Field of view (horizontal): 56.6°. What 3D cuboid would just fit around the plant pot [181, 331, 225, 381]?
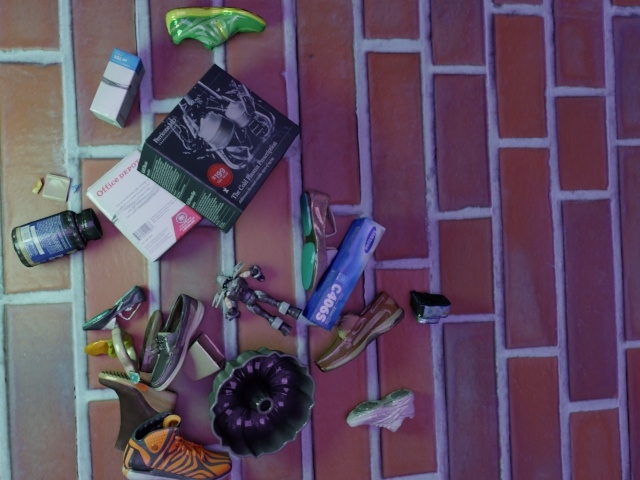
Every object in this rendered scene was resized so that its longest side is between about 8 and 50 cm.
[{"bbox_3d":[-0.359,0.354,1.766,0.096,0.109,0.109,-39,96,4],"label":"plant pot"}]

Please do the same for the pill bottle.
[{"bbox_3d":[-0.743,-0.015,1.686,0.219,0.123,0.123,-20,93,-9],"label":"pill bottle"}]

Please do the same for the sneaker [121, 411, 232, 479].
[{"bbox_3d":[-0.392,0.598,1.708,0.321,0.124,0.180,11,99,-29],"label":"sneaker"}]

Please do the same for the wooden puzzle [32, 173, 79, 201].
[{"bbox_3d":[-0.773,-0.154,1.737,0.116,0.014,0.079,19,91,-9],"label":"wooden puzzle"}]

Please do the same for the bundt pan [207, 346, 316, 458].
[{"bbox_3d":[-0.185,0.461,1.747,0.331,0.124,0.331,-8,106,-28],"label":"bundt pan"}]

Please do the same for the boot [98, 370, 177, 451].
[{"bbox_3d":[-0.560,0.508,1.731,0.248,0.090,0.207,24,84,-13],"label":"boot"}]

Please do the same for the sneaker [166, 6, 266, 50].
[{"bbox_3d":[-0.310,-0.638,1.788,0.295,0.109,0.123,-5,113,-12],"label":"sneaker"}]

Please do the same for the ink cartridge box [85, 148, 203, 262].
[{"bbox_3d":[-0.507,-0.099,1.731,0.197,0.114,0.273,-43,97,-7],"label":"ink cartridge box"}]

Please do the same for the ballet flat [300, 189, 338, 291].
[{"bbox_3d":[0.000,0.000,1.830,0.106,0.107,0.316,0,90,-23],"label":"ballet flat"}]

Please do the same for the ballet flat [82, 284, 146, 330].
[{"bbox_3d":[-0.597,0.216,1.739,0.203,0.074,0.074,-39,96,-10],"label":"ballet flat"}]

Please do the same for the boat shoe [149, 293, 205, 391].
[{"bbox_3d":[-0.431,0.288,1.713,0.092,0.103,0.285,39,62,-35],"label":"boat shoe"}]

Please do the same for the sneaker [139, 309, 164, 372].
[{"bbox_3d":[-0.486,0.301,1.769,0.071,0.066,0.188,14,91,-28],"label":"sneaker"}]

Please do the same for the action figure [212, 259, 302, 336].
[{"bbox_3d":[-0.202,0.181,1.798,0.285,0.099,0.185,33,92,-4],"label":"action figure"}]

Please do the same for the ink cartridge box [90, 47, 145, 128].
[{"bbox_3d":[-0.579,-0.434,1.707,0.082,0.139,0.191,22,86,-10],"label":"ink cartridge box"}]

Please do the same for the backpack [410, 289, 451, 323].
[{"bbox_3d":[0.350,0.214,1.889,0.114,0.105,0.084,1,112,-11],"label":"backpack"}]

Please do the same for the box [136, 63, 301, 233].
[{"bbox_3d":[-0.283,-0.259,1.682,0.312,0.179,0.343,35,61,-7],"label":"box"}]

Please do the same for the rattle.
[{"bbox_3d":[-0.584,0.358,1.686,0.142,0.130,0.200,-15,64,-21],"label":"rattle"}]

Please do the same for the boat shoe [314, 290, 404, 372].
[{"bbox_3d":[0.108,0.278,1.845,0.324,0.122,0.120,-35,90,-16],"label":"boat shoe"}]

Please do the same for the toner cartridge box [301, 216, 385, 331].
[{"bbox_3d":[0.067,0.098,1.807,0.075,0.165,0.348,30,85,-10],"label":"toner cartridge box"}]

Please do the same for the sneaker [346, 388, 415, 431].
[{"bbox_3d":[0.199,0.558,1.868,0.232,0.090,0.115,-16,96,-9],"label":"sneaker"}]
